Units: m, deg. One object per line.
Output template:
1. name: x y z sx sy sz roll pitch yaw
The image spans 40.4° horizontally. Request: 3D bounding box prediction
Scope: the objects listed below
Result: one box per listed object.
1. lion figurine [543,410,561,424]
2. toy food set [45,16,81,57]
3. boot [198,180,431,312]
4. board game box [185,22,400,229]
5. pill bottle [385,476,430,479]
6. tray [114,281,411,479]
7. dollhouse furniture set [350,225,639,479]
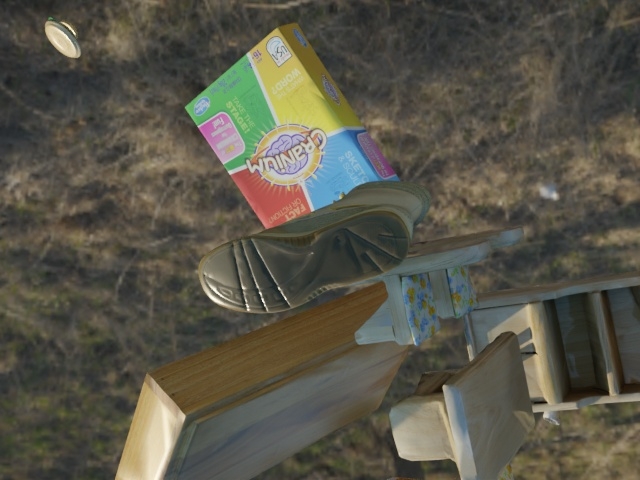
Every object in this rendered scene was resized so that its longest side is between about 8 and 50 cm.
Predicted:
1. lion figurine: 0.419 0.173 1.523 0.142 0.240 0.392 26 165 15
2. toy food set: -0.460 -0.363 1.559 0.083 0.020 0.083 23 151 27
3. boot: 0.000 0.000 0.861 0.213 0.077 0.165 -16 -168 20
4. board game box: -0.050 -0.162 1.460 0.242 0.316 0.064 -34 -179 33
5. pill bottle: 0.176 0.498 1.558 0.246 0.136 0.136 -1 155 26
6. tray: -0.045 0.188 1.058 0.411 0.076 0.202 -16 138 -44
7. dollhouse furniture set: 0.250 0.157 0.973 0.257 0.362 0.394 -11 -177 28
